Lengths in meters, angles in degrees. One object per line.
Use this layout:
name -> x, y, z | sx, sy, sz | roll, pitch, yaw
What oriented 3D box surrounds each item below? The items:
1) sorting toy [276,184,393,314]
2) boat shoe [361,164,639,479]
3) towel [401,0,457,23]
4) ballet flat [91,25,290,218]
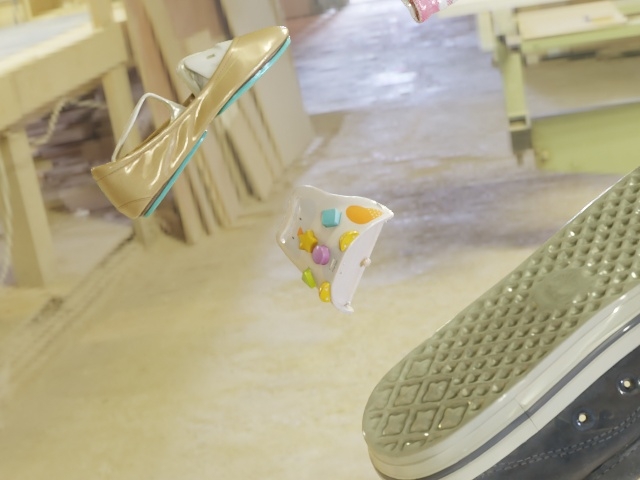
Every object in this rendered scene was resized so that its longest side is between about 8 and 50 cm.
sorting toy -> 0.000, 0.000, 0.799 | 0.045, 0.083, 0.075 | -5, 35, -47
boat shoe -> 0.266, 0.052, 0.830 | 0.500, 0.156, 0.187 | -37, 23, 1
towel -> 0.106, -0.254, 0.765 | 0.197, 0.144, 0.029 | -36, 20, -20
ballet flat -> -0.120, -0.125, 1.036 | 0.232, 0.073, 0.080 | -52, 13, -11
